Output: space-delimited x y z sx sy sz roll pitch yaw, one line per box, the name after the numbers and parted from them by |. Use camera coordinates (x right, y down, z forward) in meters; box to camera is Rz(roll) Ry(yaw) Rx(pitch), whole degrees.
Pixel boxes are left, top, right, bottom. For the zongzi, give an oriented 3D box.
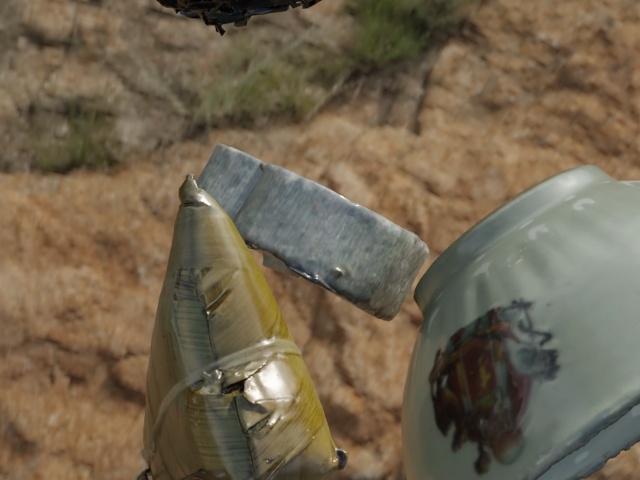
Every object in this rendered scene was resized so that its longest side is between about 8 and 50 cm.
-0.073 0.073 0.979 0.099 0.194 0.197 -15 81 -25 | zongzi

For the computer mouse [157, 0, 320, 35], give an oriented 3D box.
-0.038 -0.171 0.723 0.146 0.242 0.078 -7 70 5 | computer mouse

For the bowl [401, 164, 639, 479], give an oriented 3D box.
0.163 0.056 1.003 0.337 0.337 0.157 -25 72 -28 | bowl

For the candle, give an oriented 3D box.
0.000 0.000 1.076 0.168 0.192 0.068 29 89 -31 | candle
